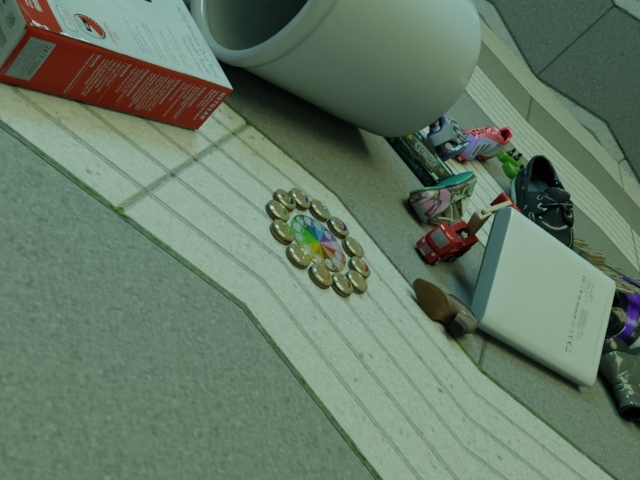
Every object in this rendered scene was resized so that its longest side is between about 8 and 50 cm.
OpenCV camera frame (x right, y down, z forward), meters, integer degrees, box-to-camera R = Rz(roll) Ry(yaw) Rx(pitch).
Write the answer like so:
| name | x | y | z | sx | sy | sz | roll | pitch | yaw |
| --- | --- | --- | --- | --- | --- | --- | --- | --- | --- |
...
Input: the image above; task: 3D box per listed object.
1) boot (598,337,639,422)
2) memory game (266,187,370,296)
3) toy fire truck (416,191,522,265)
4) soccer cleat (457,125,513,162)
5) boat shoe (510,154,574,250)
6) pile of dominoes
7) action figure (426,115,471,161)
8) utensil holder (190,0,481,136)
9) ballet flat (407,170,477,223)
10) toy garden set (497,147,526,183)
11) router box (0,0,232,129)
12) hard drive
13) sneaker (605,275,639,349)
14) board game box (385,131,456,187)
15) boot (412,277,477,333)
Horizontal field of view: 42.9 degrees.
| name | x | y | z | sx | sy | sz | roll | pitch | yaw |
| --- | --- | --- | --- | --- | --- | --- | --- | --- | --- |
| boot | 0.623 | 0.287 | 1.580 | 0.246 | 0.083 | 0.161 | 15 | 47 | -38 |
| memory game | 0.000 | 0.000 | 1.110 | 0.186 | 0.012 | 0.186 | 35 | 28 | -22 |
| toy fire truck | 0.254 | -0.022 | 1.373 | 0.047 | 0.135 | 0.192 | 55 | 27 | 17 |
| soccer cleat | 0.367 | -0.233 | 1.877 | 0.083 | 0.095 | 0.248 | 56 | 27 | 17 |
| boat shoe | 0.505 | -0.079 | 1.807 | 0.127 | 0.113 | 0.340 | 19 | 34 | -5 |
| pile of dominoes | 0.623 | 0.056 | 1.766 | 0.196 | 0.040 | 0.251 | 8 | 17 | -33 |
| action figure | 0.201 | -0.300 | 1.700 | 0.285 | 0.099 | 0.185 | 51 | 1 | -12 |
| utensil holder | 0.039 | -0.371 | 1.336 | 0.385 | 0.327 | 0.328 | 21 | 36 | -45 |
| ballet flat | 0.230 | -0.072 | 1.492 | 0.221 | 0.076 | 0.079 | -22 | 96 | -55 |
| toy garden set | 0.556 | -0.126 | 2.058 | 0.203 | 0.049 | 0.244 | 29 | 32 | -32 |
| router box | -0.301 | -0.310 | 1.013 | 0.301 | 0.082 | 0.335 | 6 | 47 | -53 |
| hard drive | 0.383 | 0.102 | 1.378 | 0.307 | 0.040 | 0.203 | 30 | 70 | -31 |
| sneaker | 0.642 | 0.125 | 1.786 | 0.146 | 0.102 | 0.293 | 39 | 25 | -3 |
| board game box | 0.186 | -0.184 | 1.619 | 0.186 | 0.026 | 0.126 | 52 | 27 | 10 |
| boot | 0.190 | 0.096 | 1.235 | 0.118 | 0.042 | 0.087 | 50 | 20 | 4 |
